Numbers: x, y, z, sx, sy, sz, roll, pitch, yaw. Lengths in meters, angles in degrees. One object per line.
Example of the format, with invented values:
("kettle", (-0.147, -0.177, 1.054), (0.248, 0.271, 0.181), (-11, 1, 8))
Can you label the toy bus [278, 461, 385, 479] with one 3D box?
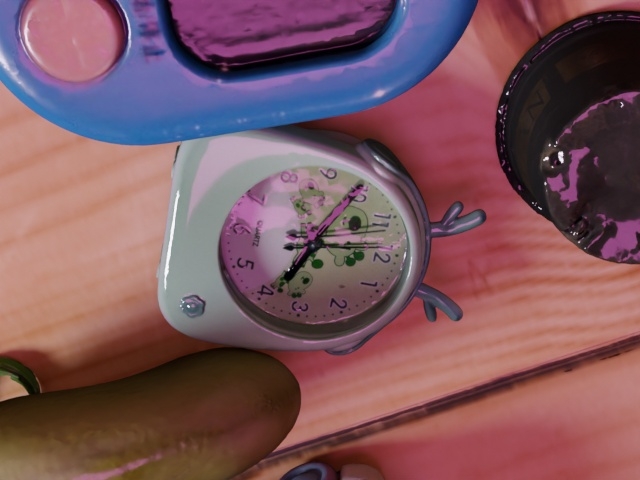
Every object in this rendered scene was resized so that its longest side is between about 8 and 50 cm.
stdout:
("toy bus", (-0.027, 0.263, 1.052), (0.202, 0.142, 0.142), (-20, 113, 10))

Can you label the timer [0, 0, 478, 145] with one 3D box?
("timer", (-0.068, -0.230, 0.844), (0.309, 0.115, 0.340), (-9, 114, 5))

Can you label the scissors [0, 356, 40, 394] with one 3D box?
("scissors", (-0.277, 0.168, 1.074), (0.101, 0.027, 0.204), (20, 111, -6))

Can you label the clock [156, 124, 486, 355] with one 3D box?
("clock", (0.000, 0.000, 0.974), (0.211, 0.066, 0.159), (11, 114, -5))

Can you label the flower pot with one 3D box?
("flower pot", (0.193, -0.057, 0.925), (0.157, 0.107, 0.157), (1, 113, 2))

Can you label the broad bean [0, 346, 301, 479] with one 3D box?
("broad bean", (-0.141, 0.137, 0.974), (0.263, 0.189, 0.121), (-27, 90, 6))
